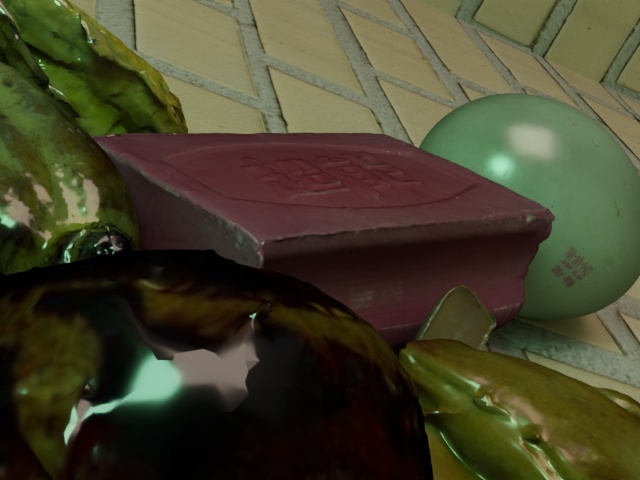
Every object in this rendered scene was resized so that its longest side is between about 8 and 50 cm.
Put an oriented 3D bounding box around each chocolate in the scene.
[{"bbox_3d":[0.095,0.084,0.881,0.064,0.100,0.031,42,-24,-30],"label":"chocolate"}]

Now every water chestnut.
[{"bbox_3d":[-0.093,0.142,0.504,0.300,0.300,0.300,24,23,-11],"label":"water chestnut"}]

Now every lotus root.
[{"bbox_3d":[-0.231,-0.029,0.786,0.173,0.173,0.309,1,33,-47],"label":"lotus root"}]

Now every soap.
[{"bbox_3d":[0.000,0.000,0.940,0.359,0.128,0.233,-6,27,-44],"label":"soap"}]

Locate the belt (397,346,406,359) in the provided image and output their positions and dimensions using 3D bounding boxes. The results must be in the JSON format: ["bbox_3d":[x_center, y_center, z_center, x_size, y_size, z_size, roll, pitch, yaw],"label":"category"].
[{"bbox_3d":[0.093,0.111,0.985,0.071,0.053,0.232,30,23,9],"label":"belt"}]

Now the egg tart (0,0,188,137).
[{"bbox_3d":[-0.251,-0.138,0.978,0.297,0.132,0.297,35,-15,11],"label":"egg tart"}]

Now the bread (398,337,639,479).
[{"bbox_3d":[0.162,0.194,0.714,0.370,0.191,0.314,1,34,-50],"label":"bread"}]

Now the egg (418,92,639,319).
[{"bbox_3d":[0.238,-0.028,1.204,0.371,0.230,0.230,25,18,-50],"label":"egg"}]
